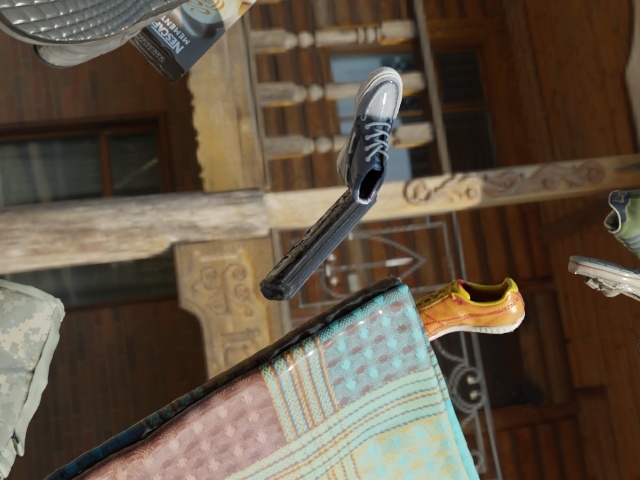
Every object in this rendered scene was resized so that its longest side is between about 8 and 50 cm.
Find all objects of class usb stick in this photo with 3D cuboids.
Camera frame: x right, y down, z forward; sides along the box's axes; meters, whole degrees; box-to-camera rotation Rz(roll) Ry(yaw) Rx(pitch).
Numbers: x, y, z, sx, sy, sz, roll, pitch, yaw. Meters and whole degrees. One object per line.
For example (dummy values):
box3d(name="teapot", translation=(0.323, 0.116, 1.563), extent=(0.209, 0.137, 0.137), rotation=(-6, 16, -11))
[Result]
box3d(name="usb stick", translation=(0.000, 0.000, 1.410), extent=(0.077, 0.278, 0.045), rotation=(-11, -60, 50))

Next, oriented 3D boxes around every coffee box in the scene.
box3d(name="coffee box", translation=(-0.213, -0.409, 1.468), extent=(0.141, 0.246, 0.098), rotation=(44, -17, -17))

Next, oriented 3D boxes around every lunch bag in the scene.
box3d(name="lunch bag", translation=(-0.463, 0.168, 1.013), extent=(0.169, 0.287, 0.235), rotation=(90, 5, -48))

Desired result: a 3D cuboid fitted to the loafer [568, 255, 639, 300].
box3d(name="loafer", translation=(0.315, 0.046, 0.890), extent=(0.045, 0.125, 0.039), rotation=(-131, -126, -73))

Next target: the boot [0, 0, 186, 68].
box3d(name="boot", translation=(-0.324, -0.286, 1.132), extent=(0.222, 0.338, 0.118), rotation=(-22, -86, 41))

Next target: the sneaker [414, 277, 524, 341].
box3d(name="sneaker", translation=(0.144, 0.075, 0.981), extent=(0.064, 0.175, 0.067), rotation=(-76, 150, -61))

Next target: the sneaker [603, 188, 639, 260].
box3d(name="sneaker", translation=(0.483, -0.024, 1.313), extent=(0.192, 0.086, 0.064), rotation=(59, 45, -57))

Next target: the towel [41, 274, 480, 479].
box3d(name="towel", translation=(-0.001, 0.233, 0.539), extent=(0.040, 0.271, 0.370), rotation=(34, -30, 57))

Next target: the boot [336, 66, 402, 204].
box3d(name="boot", translation=(0.080, -0.146, 1.212), extent=(0.086, 0.069, 0.190), rotation=(-113, -149, -45))

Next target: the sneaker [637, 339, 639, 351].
box3d(name="sneaker", translation=(0.491, 0.130, 0.945), extent=(0.111, 0.299, 0.121), rotation=(122, -36, -57))
